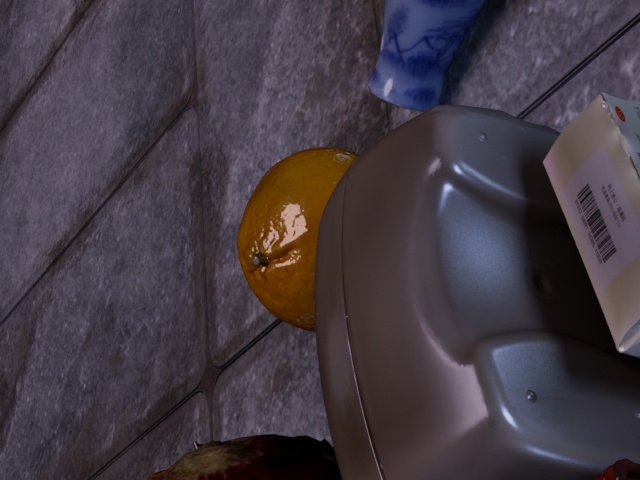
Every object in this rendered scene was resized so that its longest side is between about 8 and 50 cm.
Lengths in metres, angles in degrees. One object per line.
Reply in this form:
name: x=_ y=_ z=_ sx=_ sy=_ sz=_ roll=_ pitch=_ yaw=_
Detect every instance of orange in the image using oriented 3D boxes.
orange: x=0.002 y=-0.002 z=1.720 sx=0.219 sy=0.193 sz=0.219 roll=-12 pitch=72 yaw=40

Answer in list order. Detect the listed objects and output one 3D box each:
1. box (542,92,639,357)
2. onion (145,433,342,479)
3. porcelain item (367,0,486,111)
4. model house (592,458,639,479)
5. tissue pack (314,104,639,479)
box: x=0.297 y=-0.003 z=1.207 sx=0.095 sy=0.168 sz=0.212 roll=-51 pitch=38 yaw=36
onion: x=-0.051 y=0.401 z=1.569 sx=0.347 sy=0.347 sz=0.385 roll=-2 pitch=111 yaw=60
porcelain item: x=0.129 y=-0.281 z=1.668 sx=0.141 sy=0.141 sz=0.259 roll=-127 pitch=47 yaw=-54
model house: x=0.239 y=0.328 z=1.192 sx=0.254 sy=0.160 sz=0.196 roll=-50 pitch=38 yaw=43
tissue pack: x=0.136 y=0.091 z=1.350 sx=0.277 sy=0.267 sz=0.387 roll=-41 pitch=46 yaw=42
